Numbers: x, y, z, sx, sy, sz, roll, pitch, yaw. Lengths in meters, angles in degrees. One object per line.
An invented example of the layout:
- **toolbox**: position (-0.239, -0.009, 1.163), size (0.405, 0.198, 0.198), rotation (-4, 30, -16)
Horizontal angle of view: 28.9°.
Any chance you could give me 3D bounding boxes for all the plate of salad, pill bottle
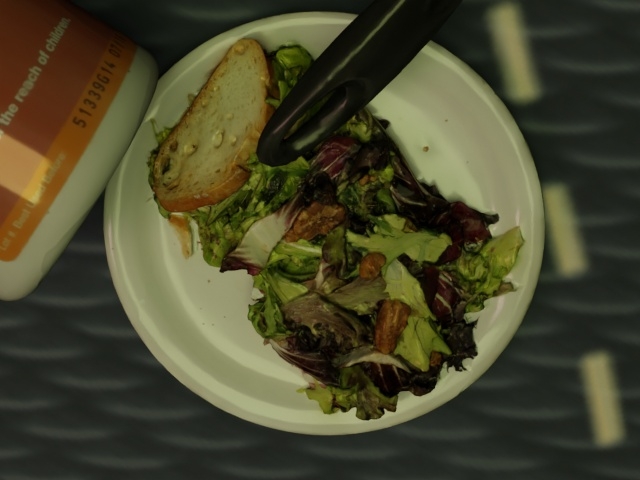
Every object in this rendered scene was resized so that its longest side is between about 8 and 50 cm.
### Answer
- **plate of salad**: position (0.000, 0.000, 0.551), size (0.200, 0.048, 0.200), rotation (1, 107, 3)
- **pill bottle**: position (-0.182, -0.077, 0.486), size (0.216, 0.121, 0.121), rotation (32, 107, -16)

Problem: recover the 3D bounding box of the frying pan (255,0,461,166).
- **frying pan**: position (0.115, -0.154, 0.474), size (0.197, 0.053, 0.326), rotation (3, 136, -34)
